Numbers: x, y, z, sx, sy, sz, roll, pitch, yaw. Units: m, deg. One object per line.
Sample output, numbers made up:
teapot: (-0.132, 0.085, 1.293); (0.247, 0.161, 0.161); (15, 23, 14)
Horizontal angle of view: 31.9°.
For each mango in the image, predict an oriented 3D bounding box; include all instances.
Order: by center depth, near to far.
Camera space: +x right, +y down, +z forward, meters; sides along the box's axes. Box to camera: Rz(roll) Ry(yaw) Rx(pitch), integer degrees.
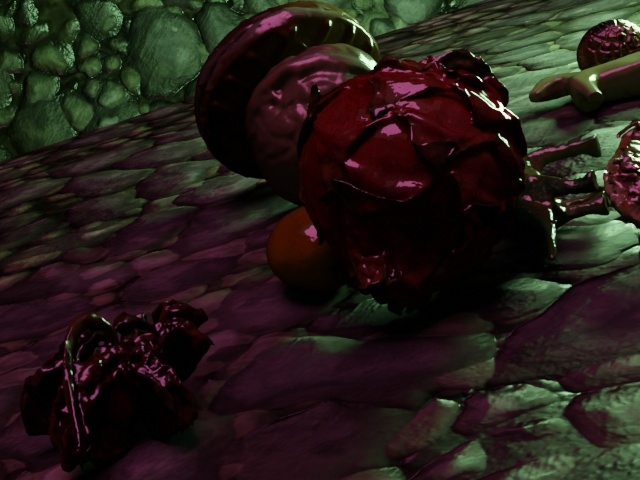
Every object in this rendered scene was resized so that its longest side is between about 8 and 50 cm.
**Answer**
mango: (0.000, 0.000, 1.355); (0.136, 0.099, 0.227); (-23, 8, -1)

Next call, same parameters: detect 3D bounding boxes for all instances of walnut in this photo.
walnut: (0.002, -0.166, 1.657); (0.248, 0.248, 0.248); (-15, 16, 4)

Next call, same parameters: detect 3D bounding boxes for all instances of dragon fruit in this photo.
dragon fruit: (0.093, -0.067, 1.175); (0.244, 0.244, 0.298); (-7, 52, 28)

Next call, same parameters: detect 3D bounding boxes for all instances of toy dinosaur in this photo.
toy dinosaur: (0.186, -0.040, 1.326); (0.301, 0.087, 0.447); (-12, 12, 21)

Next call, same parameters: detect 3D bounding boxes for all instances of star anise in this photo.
star anise: (-0.190, 0.123, 1.072); (0.190, 0.125, 0.220); (-21, 14, -29)

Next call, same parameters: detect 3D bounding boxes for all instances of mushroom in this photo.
mushroom: (0.504, -0.321, 1.920); (0.126, 0.109, 0.085); (-30, 19, 10)

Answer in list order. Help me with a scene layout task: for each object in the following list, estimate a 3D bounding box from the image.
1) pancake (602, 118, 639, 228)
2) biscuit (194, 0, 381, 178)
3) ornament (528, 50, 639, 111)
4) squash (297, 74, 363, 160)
pancake: (0.483, -0.087, 1.179); (0.382, 0.071, 0.382); (-14, 24, 6)
biscuit: (-0.048, -0.241, 1.822); (0.332, 0.332, 0.103); (-20, 49, -13)
ornament: (0.458, -0.253, 1.808); (0.230, 0.061, 0.245); (-17, 17, 5)
squash: (0.079, -0.128, 1.447); (0.218, 0.218, 0.172); (-20, 58, -14)
